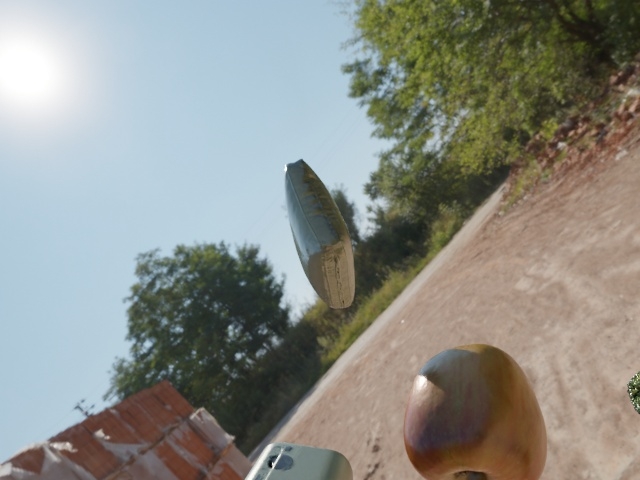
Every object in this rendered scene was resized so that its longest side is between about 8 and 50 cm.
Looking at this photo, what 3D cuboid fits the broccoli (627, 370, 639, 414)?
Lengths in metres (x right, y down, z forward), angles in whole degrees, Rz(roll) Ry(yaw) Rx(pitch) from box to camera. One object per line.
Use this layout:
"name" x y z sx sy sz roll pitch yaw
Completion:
"broccoli" 0.725 0.337 1.012 0.097 0.095 0.092 -11 -6 -36

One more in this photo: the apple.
"apple" 0.273 0.318 0.835 0.242 0.242 0.241 -58 8 42

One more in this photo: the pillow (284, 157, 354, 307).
"pillow" 0.000 0.000 1.047 0.120 0.255 0.322 -20 -30 -4

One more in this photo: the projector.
"projector" -0.066 0.654 1.070 0.249 0.248 0.248 -30 -57 -74
